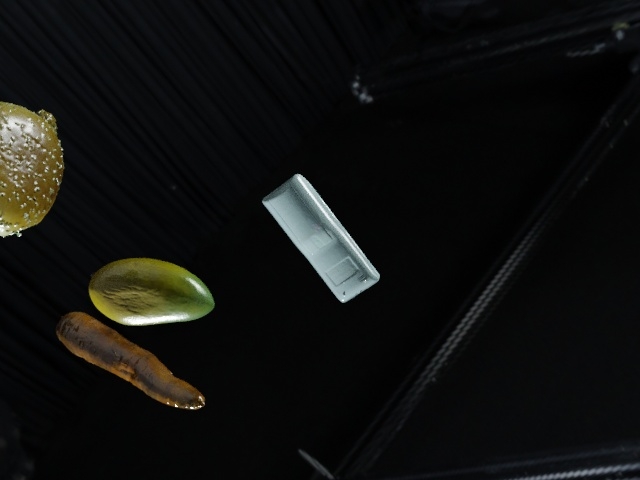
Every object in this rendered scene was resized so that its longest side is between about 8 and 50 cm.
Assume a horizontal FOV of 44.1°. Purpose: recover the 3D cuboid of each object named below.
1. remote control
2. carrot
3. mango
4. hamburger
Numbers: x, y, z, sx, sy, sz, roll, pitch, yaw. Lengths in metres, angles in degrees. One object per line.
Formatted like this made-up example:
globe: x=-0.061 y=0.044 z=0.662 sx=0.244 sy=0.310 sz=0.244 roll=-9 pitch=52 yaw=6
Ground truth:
remote control: x=0.000 y=0.000 z=0.943 sx=0.061 sy=0.162 sz=0.029 roll=-35 pitch=-173 yaw=24
carrot: x=-0.161 y=0.103 z=0.669 sx=0.165 sy=0.036 sz=0.036 roll=24 pitch=-116 yaw=23
mango: x=-0.329 y=0.097 z=1.533 sx=0.237 sy=0.137 sz=0.091 roll=-6 pitch=-151 yaw=5
hamburger: x=-0.482 y=-0.120 z=1.216 sx=0.122 sy=0.189 sz=0.215 roll=9 pitch=-111 yaw=30
